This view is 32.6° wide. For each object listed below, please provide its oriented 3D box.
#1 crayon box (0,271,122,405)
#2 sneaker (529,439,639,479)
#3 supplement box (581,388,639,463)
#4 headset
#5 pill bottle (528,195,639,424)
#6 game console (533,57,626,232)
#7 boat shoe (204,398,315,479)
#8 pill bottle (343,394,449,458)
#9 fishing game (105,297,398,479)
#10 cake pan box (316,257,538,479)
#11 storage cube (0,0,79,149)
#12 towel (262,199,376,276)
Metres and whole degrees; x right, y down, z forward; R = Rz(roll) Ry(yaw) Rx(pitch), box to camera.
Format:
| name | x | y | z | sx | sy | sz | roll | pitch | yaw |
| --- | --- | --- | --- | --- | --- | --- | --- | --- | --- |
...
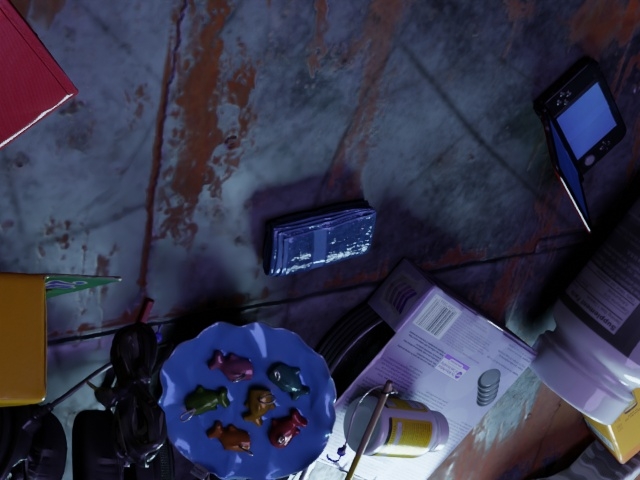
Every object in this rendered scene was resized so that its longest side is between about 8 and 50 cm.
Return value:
| name | x | y | z | sx | sy | sz | roll | pitch | yaw |
| --- | --- | --- | --- | --- | --- | --- | --- | --- | --- |
| crayon box | -0.310 | 0.064 | 0.665 | 0.323 | 0.203 | 0.083 | 4 | 79 | -38 |
| sneaker | 0.371 | 0.401 | 1.636 | 0.281 | 0.105 | 0.115 | -28 | 141 | -11 |
| supplement box | 0.409 | 0.219 | 1.540 | 0.078 | 0.080 | 0.233 | -38 | 139 | -6 |
| headset | -0.233 | 0.222 | 0.972 | 0.243 | 0.185 | 0.394 | 14 | 128 | -30 |
| pill bottle | 0.392 | 0.078 | 1.350 | 0.161 | 0.161 | 0.283 | 25 | 105 | -45 |
| game console | 0.295 | -0.102 | 1.194 | 0.124 | 0.085 | 0.144 | -42 | 138 | 0 |
| boat shoe | -0.077 | 0.248 | 1.180 | 0.091 | 0.114 | 0.302 | -17 | 131 | -33 |
| pill bottle | 0.087 | 0.207 | 1.206 | 0.116 | 0.065 | 0.065 | 13 | 114 | -40 |
| fishing game | -0.075 | 0.166 | 1.073 | 0.264 | 0.041 | 0.189 | 23 | 113 | -6 |
| cake pan box | 0.101 | 0.169 | 1.282 | 0.245 | 0.070 | 0.267 | -52 | 137 | 7 |
| storage cube | -0.298 | -0.133 | 0.664 | 0.193 | 0.183 | 0.215 | -37 | 137 | -5 |
| towel | 0.000 | 0.000 | 1.100 | 0.119 | 0.029 | 0.067 | -15 | 131 | -27 |
